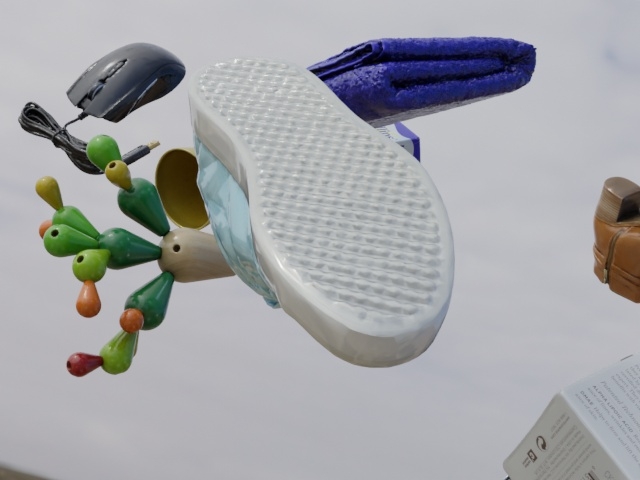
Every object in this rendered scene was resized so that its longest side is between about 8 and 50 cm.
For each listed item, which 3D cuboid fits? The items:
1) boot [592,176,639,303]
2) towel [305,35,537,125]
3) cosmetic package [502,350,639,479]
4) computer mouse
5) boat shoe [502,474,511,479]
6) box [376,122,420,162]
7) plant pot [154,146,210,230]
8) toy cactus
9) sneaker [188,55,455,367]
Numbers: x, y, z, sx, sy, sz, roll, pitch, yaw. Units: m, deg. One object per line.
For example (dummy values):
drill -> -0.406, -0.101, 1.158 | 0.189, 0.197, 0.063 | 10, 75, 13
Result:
boot -> 0.422, 0.026, 1.730 | 0.072, 0.197, 0.152 | -14, -50, -18
towel -> 0.041, -0.153, 1.374 | 0.227, 0.076, 0.308 | -15, 4, -39
cosmetic package -> 0.326, 0.226, 1.416 | 0.183, 0.151, 0.151 | -19, -30, -36
computer mouse -> -0.268, -0.194, 1.843 | 0.184, 0.262, 0.060 | 38, -36, 27
boat shoe -> 0.218, 0.360, 1.629 | 0.114, 0.302, 0.091 | 35, -20, 26
box -> 0.072, -0.140, 2.103 | 0.137, 0.072, 0.126 | -9, 26, -17
plant pot -> -0.183, -0.091, 2.126 | 0.134, 0.134, 0.095 | 1, 16, 42
toy cactus -> -0.161, 0.018, 1.188 | 0.180, 0.219, 0.112 | 5, -31, -29
sneaker -> 0.000, 0.000, 0.968 | 0.135, 0.150, 0.366 | -13, 35, -11
